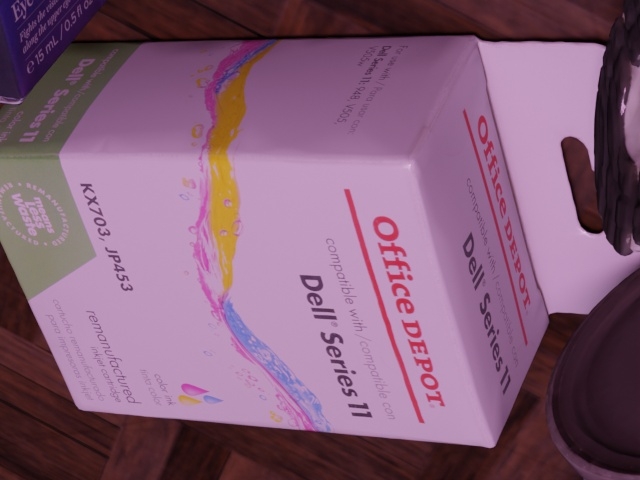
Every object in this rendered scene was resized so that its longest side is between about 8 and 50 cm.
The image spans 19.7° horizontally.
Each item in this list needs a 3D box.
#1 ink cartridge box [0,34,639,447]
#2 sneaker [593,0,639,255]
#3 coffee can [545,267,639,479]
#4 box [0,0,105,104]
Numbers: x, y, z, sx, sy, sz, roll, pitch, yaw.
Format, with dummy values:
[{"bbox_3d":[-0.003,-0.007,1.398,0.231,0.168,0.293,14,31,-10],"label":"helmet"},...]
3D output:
[{"bbox_3d":[0.000,0.000,1.041,0.353,0.119,0.207,1,130,27],"label":"ink cartridge box"},{"bbox_3d":[0.282,-0.136,0.791,0.182,0.158,0.410,10,141,-24],"label":"sneaker"},{"bbox_3d":[0.270,0.148,0.973,0.201,0.201,0.275,-14,122,37],"label":"coffee can"},{"bbox_3d":[-0.183,-0.199,0.932,0.108,0.153,0.207,9,134,20],"label":"box"}]
